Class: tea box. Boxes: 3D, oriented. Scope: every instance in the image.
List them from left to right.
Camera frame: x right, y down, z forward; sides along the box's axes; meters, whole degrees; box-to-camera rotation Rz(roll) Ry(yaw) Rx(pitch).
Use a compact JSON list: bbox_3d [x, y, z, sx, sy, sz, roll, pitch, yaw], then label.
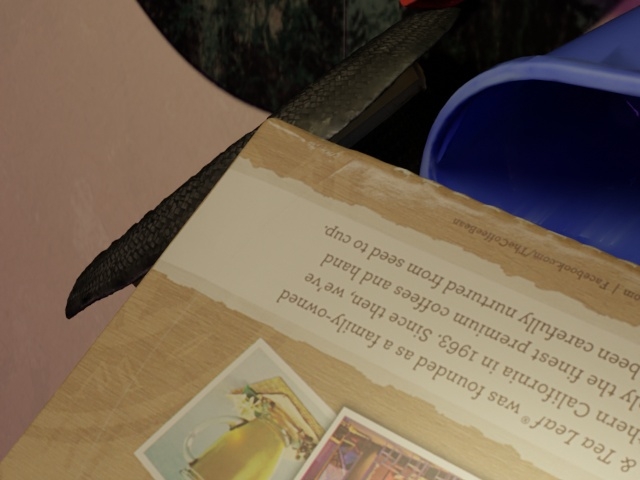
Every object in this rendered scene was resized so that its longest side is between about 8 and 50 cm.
[{"bbox_3d":[0.091,0.168,0.587,0.329,0.323,0.220,25,70,33],"label":"tea box"}]

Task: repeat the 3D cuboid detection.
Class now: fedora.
[{"bbox_3d":[0.000,0.000,0.889,0.152,0.334,0.334,53,135,-3],"label":"fedora"}]

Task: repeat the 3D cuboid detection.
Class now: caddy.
[{"bbox_3d":[0.193,0.020,0.667,0.341,0.179,0.241,17,132,47],"label":"caddy"}]

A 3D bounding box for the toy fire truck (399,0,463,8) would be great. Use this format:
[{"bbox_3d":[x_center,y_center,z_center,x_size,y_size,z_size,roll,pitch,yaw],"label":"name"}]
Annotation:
[{"bbox_3d":[0.101,-0.247,0.895,0.192,0.047,0.135,-39,66,43],"label":"toy fire truck"}]
